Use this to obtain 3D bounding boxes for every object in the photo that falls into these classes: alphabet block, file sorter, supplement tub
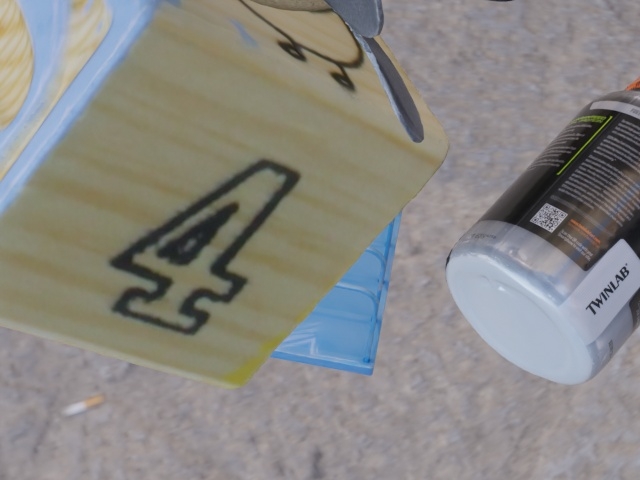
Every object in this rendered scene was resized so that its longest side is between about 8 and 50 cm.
[{"bbox_3d":[-0.090,-0.066,0.769,0.193,0.197,0.192,-48,47,23],"label":"alphabet block"},{"bbox_3d":[0.000,0.000,1.186,0.118,0.170,0.104,10,142,3],"label":"file sorter"},{"bbox_3d":[0.177,-0.013,0.931,0.117,0.117,0.190,37,68,19],"label":"supplement tub"}]

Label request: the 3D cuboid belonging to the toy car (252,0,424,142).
[{"bbox_3d":[0.006,-0.132,0.493,0.149,0.155,0.188,-18,66,8],"label":"toy car"}]
